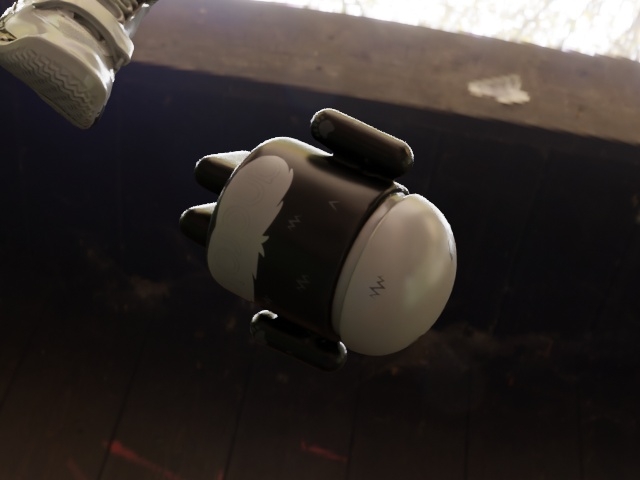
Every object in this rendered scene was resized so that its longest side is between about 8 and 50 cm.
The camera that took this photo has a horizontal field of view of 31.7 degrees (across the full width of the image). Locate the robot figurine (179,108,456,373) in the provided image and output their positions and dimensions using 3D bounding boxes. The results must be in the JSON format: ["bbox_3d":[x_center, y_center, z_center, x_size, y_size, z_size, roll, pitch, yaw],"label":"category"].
[{"bbox_3d":[0.000,0.001,1.124,0.278,0.209,0.173,25,-123,21],"label":"robot figurine"}]

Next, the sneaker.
[{"bbox_3d":[-0.244,-0.250,1.195,0.137,0.210,0.366,39,-179,-23],"label":"sneaker"}]
